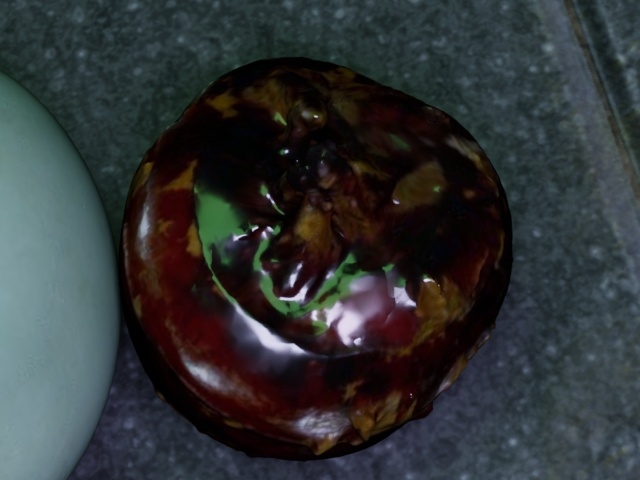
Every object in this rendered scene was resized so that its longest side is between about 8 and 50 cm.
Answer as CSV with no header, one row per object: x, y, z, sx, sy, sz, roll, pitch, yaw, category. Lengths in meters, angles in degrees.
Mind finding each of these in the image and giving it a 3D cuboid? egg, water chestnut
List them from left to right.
-0.282,0.034,1.420,0.276,0.276,0.389,-15,62,2,egg
0.000,0.000,1.378,0.300,0.300,0.300,-5,61,8,water chestnut
